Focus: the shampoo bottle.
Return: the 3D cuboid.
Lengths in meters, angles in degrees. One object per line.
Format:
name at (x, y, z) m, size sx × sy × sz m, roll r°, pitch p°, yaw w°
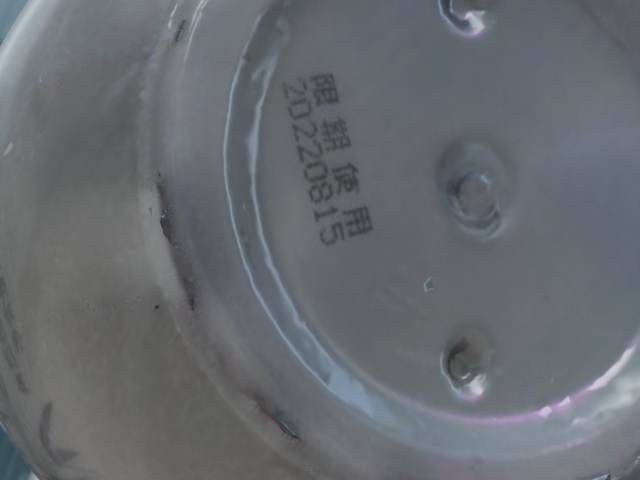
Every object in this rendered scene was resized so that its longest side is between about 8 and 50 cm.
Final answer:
shampoo bottle at (0.000, 0.000, 0.594) m, size 0.273 × 0.273 × 0.266 m, roll 25°, pitch -19°, yaw -16°
